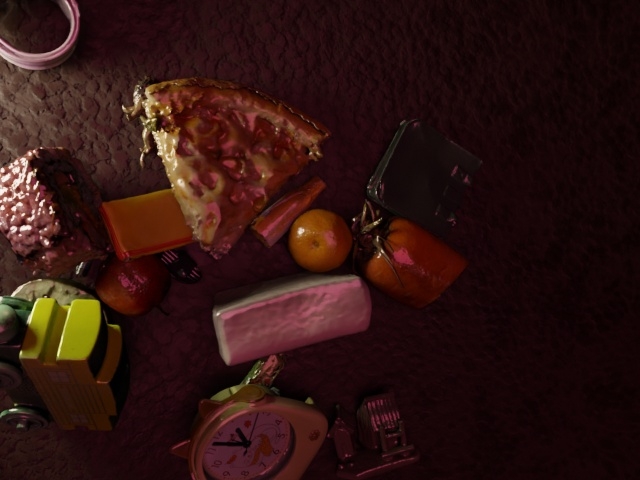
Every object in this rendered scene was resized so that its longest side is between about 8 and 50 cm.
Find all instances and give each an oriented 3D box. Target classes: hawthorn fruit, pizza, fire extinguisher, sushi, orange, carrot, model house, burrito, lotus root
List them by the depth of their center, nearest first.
[{"bbox_3d":[-0.573,-0.055,1.196,0.171,0.236,0.270,-26,92,8],"label":"sushi"},{"bbox_3d":[-0.576,0.160,1.263,0.235,0.119,0.138,24,89,-12],"label":"lotus root"},{"bbox_3d":[-0.415,0.105,1.276,0.157,0.157,0.194,-44,103,-7],"label":"hawthorn fruit"},{"bbox_3d":[-0.227,-0.233,1.295,0.392,0.080,0.435,45,68,-12],"label":"pizza"},{"bbox_3d":[-0.549,0.041,1.308,0.038,0.025,0.083,25,88,10],"label":"fire extinguisher"},{"bbox_3d":[0.000,0.000,1.357,0.159,0.136,0.158,2,101,10],"label":"orange"},{"bbox_3d":[0.200,0.050,1.392,0.331,0.193,0.214,37,46,-9],"label":"carrot"},{"bbox_3d":[-0.167,0.400,1.407,0.104,0.054,0.288,35,86,-13],"label":"burrito"},{"bbox_3d":[0.130,0.497,1.449,0.230,0.122,0.188,-11,94,-9],"label":"model house"}]

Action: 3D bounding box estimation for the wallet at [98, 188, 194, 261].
[{"bbox_3d":[-0.365,-0.039,1.265,0.241,0.067,0.141,-17,80,-41],"label":"wallet"}]

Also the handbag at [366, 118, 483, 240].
[{"bbox_3d":[0.277,-0.160,1.456,0.260,0.079,0.247,30,84,-17],"label":"handbag"}]

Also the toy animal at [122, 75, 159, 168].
[{"bbox_3d":[-0.417,-0.277,1.295,0.086,0.069,0.219,1,95,-18],"label":"toy animal"}]

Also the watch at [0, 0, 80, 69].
[{"bbox_3d":[-0.643,-0.467,1.174,0.248,0.211,0.217,-42,110,-16],"label":"watch"}]

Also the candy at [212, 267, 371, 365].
[{"bbox_3d":[-0.076,0.171,1.333,0.359,0.208,0.144,-12,98,-12],"label":"candy"}]

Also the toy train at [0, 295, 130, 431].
[{"bbox_3d":[-0.540,0.269,1.153,0.273,0.442,0.179,4,52,-9],"label":"toy train"}]

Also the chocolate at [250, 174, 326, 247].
[{"bbox_3d":[-0.076,-0.080,1.388,0.219,0.086,0.085,-43,102,-12],"label":"chocolate"}]

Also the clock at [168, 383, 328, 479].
[{"bbox_3d":[-0.177,0.473,1.327,0.349,0.117,0.286,30,95,-30],"label":"clock"}]

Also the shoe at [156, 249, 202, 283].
[{"bbox_3d":[-0.349,0.044,1.332,0.159,0.053,0.062,40,48,-8],"label":"shoe"}]
